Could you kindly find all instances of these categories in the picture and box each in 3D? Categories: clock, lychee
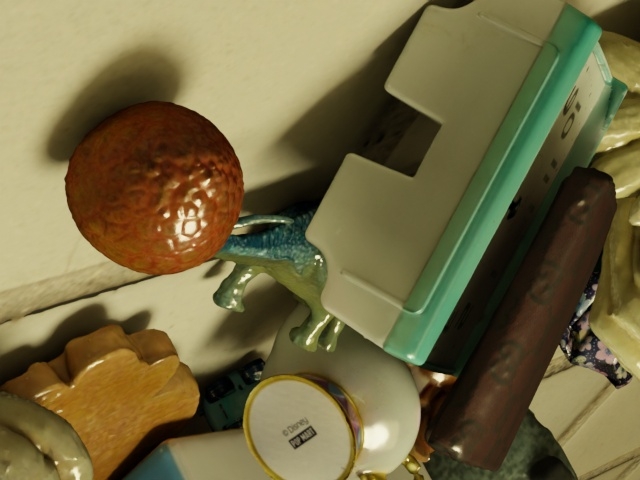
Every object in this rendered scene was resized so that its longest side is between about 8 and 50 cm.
[{"bbox_3d":[0.103,-0.042,1.402,0.262,0.116,0.231,-61,163,1],"label":"clock"},{"bbox_3d":[-0.094,-0.028,1.177,0.114,0.101,0.140,-27,158,-25],"label":"lychee"}]

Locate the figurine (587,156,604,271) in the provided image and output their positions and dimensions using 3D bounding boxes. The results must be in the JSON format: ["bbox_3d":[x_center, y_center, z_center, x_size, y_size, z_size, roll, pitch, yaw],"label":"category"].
[{"bbox_3d":[0.198,-0.003,1.716,0.197,0.147,0.094,-32,116,-35],"label":"figurine"}]

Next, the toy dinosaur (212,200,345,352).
[{"bbox_3d":[-0.003,0.009,1.461,0.363,0.076,0.147,-12,135,-57],"label":"toy dinosaur"}]

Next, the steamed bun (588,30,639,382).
[{"bbox_3d":[0.325,-0.102,1.579,0.428,0.247,0.189,-54,173,-2],"label":"steamed bun"}]

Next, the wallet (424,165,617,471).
[{"bbox_3d":[0.151,0.060,1.435,0.229,0.049,0.182,-62,164,-3],"label":"wallet"}]

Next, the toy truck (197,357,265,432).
[{"bbox_3d":[-0.067,0.142,1.674,0.073,0.056,0.090,-25,171,-15],"label":"toy truck"}]

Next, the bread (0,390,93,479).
[{"bbox_3d":[-0.241,0.241,1.380,0.337,0.183,0.102,-53,-167,39],"label":"bread"}]

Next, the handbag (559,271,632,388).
[{"bbox_3d":[0.289,0.007,1.813,0.208,0.126,0.229,-57,-168,22],"label":"handbag"}]

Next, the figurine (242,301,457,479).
[{"bbox_3d":[0.049,0.110,1.612,0.142,0.189,0.263,-30,180,36],"label":"figurine"}]

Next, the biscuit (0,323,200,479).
[{"bbox_3d":[-0.185,0.141,1.478,0.202,0.044,0.289,-32,158,-10],"label":"biscuit"}]

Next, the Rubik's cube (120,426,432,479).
[{"bbox_3d":[-0.052,0.341,1.650,0.291,0.290,0.291,-4,147,-49],"label":"Rubik's cube"}]

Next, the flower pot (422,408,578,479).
[{"bbox_3d":[0.110,0.318,1.991,0.282,0.299,0.299,-32,160,-27],"label":"flower pot"}]
